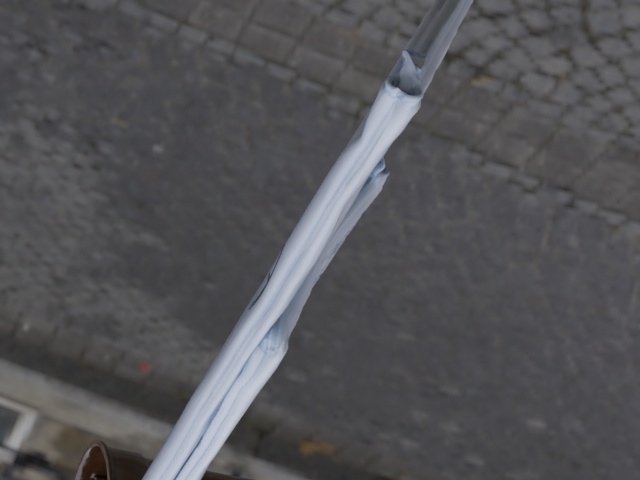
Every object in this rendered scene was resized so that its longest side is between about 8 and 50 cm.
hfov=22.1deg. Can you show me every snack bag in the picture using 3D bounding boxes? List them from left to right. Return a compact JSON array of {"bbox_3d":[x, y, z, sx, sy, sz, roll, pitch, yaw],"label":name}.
[{"bbox_3d":[0.000,0.000,1.000,0.037,0.323,0.343,31,113,0],"label":"snack bag"}]

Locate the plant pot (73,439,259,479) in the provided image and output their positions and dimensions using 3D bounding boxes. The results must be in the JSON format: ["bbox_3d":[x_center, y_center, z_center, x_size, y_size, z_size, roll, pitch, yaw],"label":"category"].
[{"bbox_3d":[-0.131,0.271,1.462,0.165,0.167,0.167,9,156,-19],"label":"plant pot"}]
